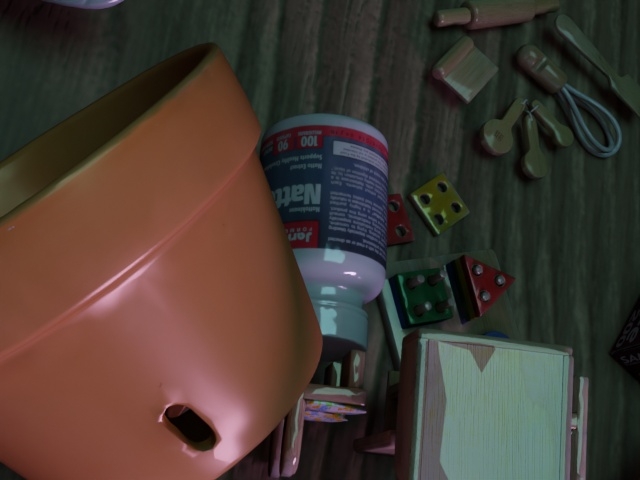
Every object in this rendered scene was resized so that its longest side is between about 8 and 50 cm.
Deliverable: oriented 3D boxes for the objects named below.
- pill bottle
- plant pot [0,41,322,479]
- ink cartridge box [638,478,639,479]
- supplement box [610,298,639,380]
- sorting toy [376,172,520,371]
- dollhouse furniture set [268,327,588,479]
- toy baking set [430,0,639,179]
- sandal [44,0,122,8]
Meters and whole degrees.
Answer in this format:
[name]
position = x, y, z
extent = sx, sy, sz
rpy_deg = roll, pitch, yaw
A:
[pill bottle]
position = 0.000, 0.000, 0.803
extent = 0.108, 0.108, 0.180
rpy_deg = 11, 67, -23
[plant pot]
position = -0.132, 0.037, 0.641
extent = 0.291, 0.291, 0.203
rpy_deg = -46, 111, -31
[ink cartridge box]
position = 0.465, 0.240, 0.848
extent = 0.384, 0.160, 0.279
rpy_deg = -41, 96, -14
[supplement box]
position = 0.412, 0.136, 0.980
extent = 0.239, 0.073, 0.130
rpy_deg = 43, 60, -8
[sorting toy]
position = 0.122, 0.065, 0.877
extent = 0.132, 0.046, 0.275
rpy_deg = -6, 74, -28
[dollhouse furniture set]
position = 0.079, 0.163, 0.690
extent = 0.212, 0.242, 0.161
rpy_deg = 7, 75, -7
[toy baking set]
position = 0.223, -0.164, 1.024
extent = 0.256, 0.030, 0.197
rpy_deg = -19, 84, -30
[sandal]
position = -0.269, -0.235, 0.772
extent = 0.265, 0.076, 0.102
rpy_deg = 21, 87, -7
